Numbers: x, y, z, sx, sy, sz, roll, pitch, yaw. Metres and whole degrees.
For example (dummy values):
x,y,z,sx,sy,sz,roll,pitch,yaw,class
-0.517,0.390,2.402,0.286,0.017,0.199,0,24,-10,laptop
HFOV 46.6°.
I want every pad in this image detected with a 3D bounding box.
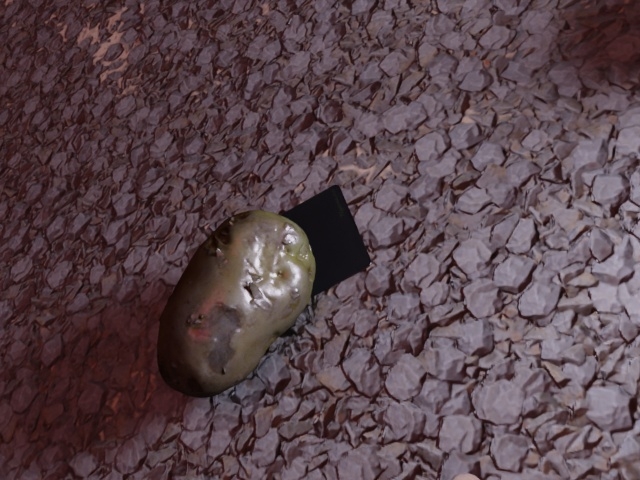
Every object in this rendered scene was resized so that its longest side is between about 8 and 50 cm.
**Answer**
x,y,z,sx,sy,sz,roll,pitch,yaw,class
0.000,0.000,1.047,0.112,0.003,0.157,-29,53,10,pad

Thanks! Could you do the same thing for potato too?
x,y,z,sx,sy,sz,roll,pitch,yaw,class
-0.116,0.080,0.968,0.165,0.165,0.262,32,77,37,potato

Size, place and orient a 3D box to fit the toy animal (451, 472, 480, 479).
x,y,z,sx,sy,sz,roll,pitch,yaw,class
0.088,0.365,0.662,0.256,0.195,0.213,-53,6,14,toy animal
